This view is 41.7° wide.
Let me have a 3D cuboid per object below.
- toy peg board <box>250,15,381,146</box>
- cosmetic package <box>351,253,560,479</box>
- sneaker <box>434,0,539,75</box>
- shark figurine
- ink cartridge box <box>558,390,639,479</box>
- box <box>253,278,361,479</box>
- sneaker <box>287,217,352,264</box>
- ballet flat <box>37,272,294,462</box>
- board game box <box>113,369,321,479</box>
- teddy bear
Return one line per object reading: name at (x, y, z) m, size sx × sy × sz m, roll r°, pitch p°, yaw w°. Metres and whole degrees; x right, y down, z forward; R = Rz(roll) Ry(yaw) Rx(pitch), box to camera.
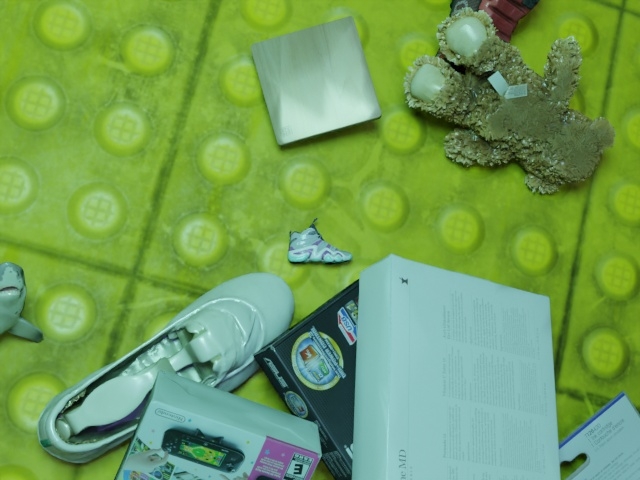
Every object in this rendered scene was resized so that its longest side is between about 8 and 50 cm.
toy peg board at (-0.005, -0.234, 1.286) m, size 0.161 × 0.079 × 0.161 m, roll -16°, pitch 84°, yaw 2°
cosmetic package at (0.188, 0.234, 1.156) m, size 0.284 × 0.097 × 0.377 m, roll 17°, pitch 63°, yaw -26°
sneaker at (0.249, -0.344, 1.338) m, size 0.098 × 0.135 × 0.276 m, roll 27°, pitch 100°, yaw -29°
shark figurine at (-0.494, 0.105, 1.120) m, size 0.278 × 0.166 × 0.116 m, roll -28°, pitch 62°, yaw 2°
ink cartridge box at (0.423, 0.438, 1.264) m, size 0.304 × 0.072 × 0.307 m, roll -34°, pitch 86°, yaw -14°
box at (0.065, 0.211, 1.186) m, size 0.216 × 0.060 × 0.270 m, roll -33°, pitch 89°, yaw -37°
sneaker at (0.000, 0.000, 1.257) m, size 0.098 × 0.038 × 0.069 m, roll 2°, pitch 81°, yaw -12°
ballet flat at (-0.195, 0.172, 1.139) m, size 0.400 × 0.139 × 0.139 m, roll -31°, pitch 88°, yaw -15°
board game box at (-0.160, 0.346, 1.071) m, size 0.224 × 0.097 × 0.303 m, roll 22°, pitch 103°, yaw -11°
teddy bear at (0.286, -0.212, 1.290) m, size 0.338 × 0.113 × 0.245 m, roll 14°, pitch 108°, yaw -14°
